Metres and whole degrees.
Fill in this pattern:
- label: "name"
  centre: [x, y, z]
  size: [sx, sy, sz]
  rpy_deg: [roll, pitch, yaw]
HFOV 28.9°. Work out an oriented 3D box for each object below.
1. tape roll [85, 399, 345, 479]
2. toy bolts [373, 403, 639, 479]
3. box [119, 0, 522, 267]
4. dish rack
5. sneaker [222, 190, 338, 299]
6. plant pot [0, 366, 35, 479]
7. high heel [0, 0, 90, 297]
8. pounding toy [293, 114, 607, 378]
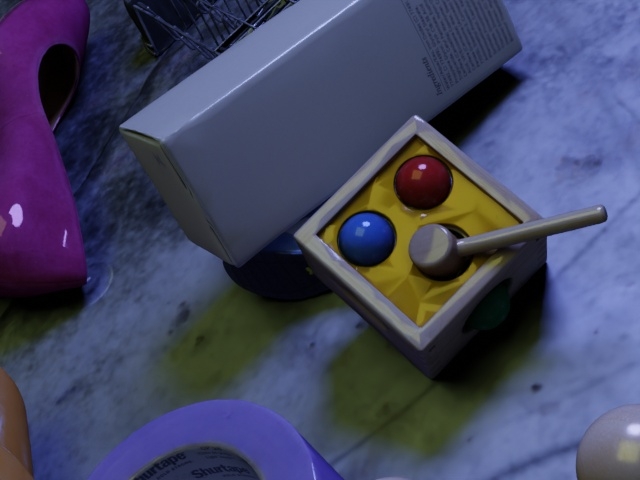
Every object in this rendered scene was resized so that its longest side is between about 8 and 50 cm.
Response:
- label: "tape roll"
  centre: [-0.065, 0.193, 0.725]
  size: [0.189, 0.080, 0.189]
  rpy_deg: [-20, 44, 20]
- label: "toy bolts"
  centre: [0.080, 0.155, 0.560]
  size: [0.228, 0.218, 0.159]
  rpy_deg: [-15, 59, 16]
- label: "box"
  centre: [0.004, -0.110, 0.887]
  size: [0.275, 0.113, 0.094]
  rpy_deg: [-36, 26, -16]
- label: "dish rack"
  centre: [-0.050, -0.233, 1.122]
  size: [0.208, 0.074, 0.271]
  rpy_deg: [-47, 42, -8]
- label: "sneaker"
  centre: [0.000, 0.000, 0.881]
  size: [0.144, 0.053, 0.059]
  rpy_deg: [-13, 43, 18]
- label: "plant pot"
  centre: [-0.275, 0.168, 0.831]
  size: [0.205, 0.205, 0.188]
  rpy_deg: [-29, 26, 11]
- label: "high heel"
  centre: [-0.236, -0.094, 1.134]
  size: [0.181, 0.127, 0.377]
  rpy_deg: [11, 51, 9]
- label: "pounding toy"
  centre: [0.079, 0.002, 0.760]
  size: [0.130, 0.100, 0.141]
  rpy_deg: [-45, 68, -7]
